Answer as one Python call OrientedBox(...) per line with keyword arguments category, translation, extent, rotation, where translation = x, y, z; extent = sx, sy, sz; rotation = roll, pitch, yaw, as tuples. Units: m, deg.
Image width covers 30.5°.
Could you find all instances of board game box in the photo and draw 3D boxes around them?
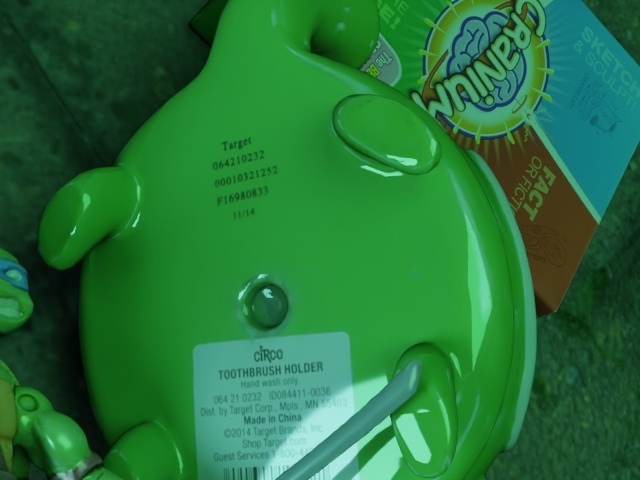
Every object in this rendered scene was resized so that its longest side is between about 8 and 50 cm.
OrientedBox(category="board game box", translation=(0.093, -0.130, 0.853), extent=(0.316, 0.064, 0.242), rotation=(43, 57, -17))

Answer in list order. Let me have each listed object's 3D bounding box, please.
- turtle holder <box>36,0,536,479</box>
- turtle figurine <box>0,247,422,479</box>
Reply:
OrientedBox(category="turtle holder", translation=(-0.012, 0.016, 0.655), extent=(0.320, 0.243, 0.227), rotation=(57, 16, 19))
OrientedBox(category="turtle figurine", translation=(-0.143, 0.131, 0.462), extent=(0.198, 0.274, 0.266), rotation=(29, 73, -62))
